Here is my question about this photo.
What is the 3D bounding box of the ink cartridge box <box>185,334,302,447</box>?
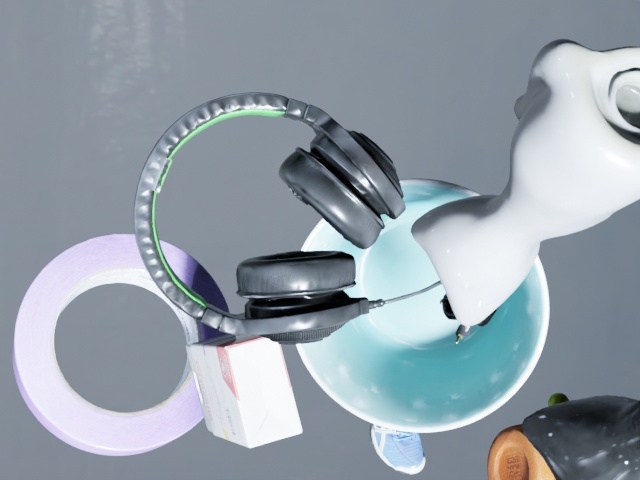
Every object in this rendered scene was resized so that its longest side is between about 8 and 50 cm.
[{"bbox_3d":[-0.092,0.166,1.474,0.067,0.198,0.115,-14,92,-20],"label":"ink cartridge box"}]

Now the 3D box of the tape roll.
[{"bbox_3d":[-0.252,0.134,1.644,0.090,0.274,0.275,141,-29,-69],"label":"tape roll"}]

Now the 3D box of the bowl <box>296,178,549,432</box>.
[{"bbox_3d":[0.125,0.065,1.598,0.163,0.311,0.312,-54,150,-75],"label":"bowl"}]

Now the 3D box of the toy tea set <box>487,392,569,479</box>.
[{"bbox_3d":[0.222,0.301,1.091,0.124,0.200,0.336,4,103,-30],"label":"toy tea set"}]

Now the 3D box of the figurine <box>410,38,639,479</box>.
[{"bbox_3d":[0.140,0.031,0.655,0.092,0.215,0.209,-21,164,-32],"label":"figurine"}]

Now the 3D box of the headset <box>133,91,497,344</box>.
[{"bbox_3d":[0.000,0.000,1.341,0.185,0.394,0.243,-156,-92,-84],"label":"headset"}]

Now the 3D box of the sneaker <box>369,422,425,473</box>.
[{"bbox_3d":[0.117,0.288,2.141,0.080,0.211,0.081,-18,159,-17],"label":"sneaker"}]
